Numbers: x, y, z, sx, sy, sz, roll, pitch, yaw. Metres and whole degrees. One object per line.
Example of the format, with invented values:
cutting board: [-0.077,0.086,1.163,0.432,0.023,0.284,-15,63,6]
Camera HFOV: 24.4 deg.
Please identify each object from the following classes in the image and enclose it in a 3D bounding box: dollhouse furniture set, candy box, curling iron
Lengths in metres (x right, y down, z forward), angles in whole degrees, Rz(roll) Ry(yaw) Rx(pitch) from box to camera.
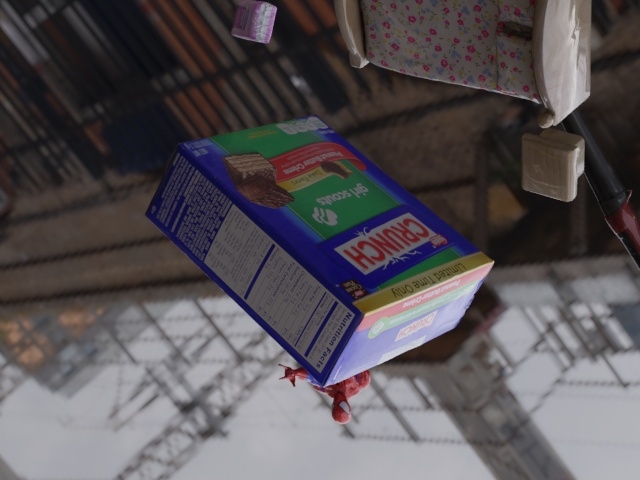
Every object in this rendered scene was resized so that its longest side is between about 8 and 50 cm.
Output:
dollhouse furniture set: [0.023,-0.187,1.084,0.303,0.355,0.174,18,-139,32]
candy box: [0.000,0.000,1.757,0.268,0.317,0.122,-18,144,-50]
curling iron: [0.303,-0.035,1.447,0.068,0.274,0.035,-31,-179,44]

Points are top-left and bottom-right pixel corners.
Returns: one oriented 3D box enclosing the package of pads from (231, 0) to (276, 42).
package of pads: [-0.084,-0.278,1.871,0.083,0.032,0.050,-150,-106,-67]

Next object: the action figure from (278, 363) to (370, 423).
action figure: [0.006,0.102,1.977,0.091,0.280,0.139,-11,163,20]
